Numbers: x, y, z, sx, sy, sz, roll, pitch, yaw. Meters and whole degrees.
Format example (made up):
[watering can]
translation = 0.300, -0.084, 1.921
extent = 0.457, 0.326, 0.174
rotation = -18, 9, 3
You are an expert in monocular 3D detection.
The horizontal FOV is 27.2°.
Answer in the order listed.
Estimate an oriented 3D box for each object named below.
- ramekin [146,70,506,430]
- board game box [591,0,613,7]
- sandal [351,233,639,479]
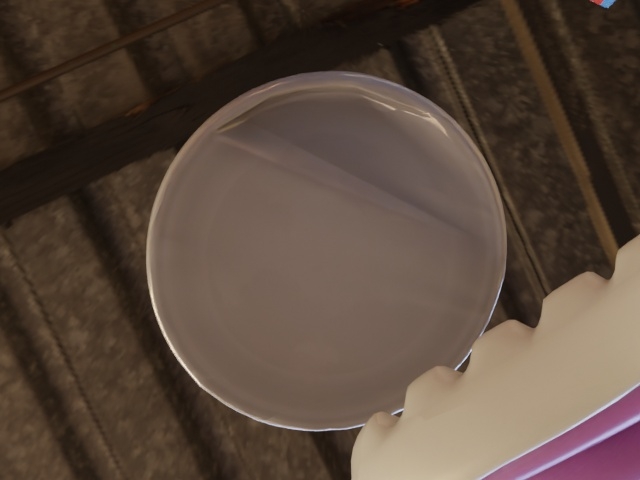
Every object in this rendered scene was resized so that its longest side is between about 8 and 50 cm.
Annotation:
[ramekin]
translation = 0.000, 0.000, 1.030
extent = 0.272, 0.127, 0.273
rotation = -1, -78, -6
[board game box]
translation = 0.130, -0.361, 0.883
extent = 0.302, 0.086, 0.308
rotation = 25, -88, 4
[sandal]
translation = 0.177, 0.020, 0.335
extent = 0.169, 0.102, 0.416
rotation = 8, -35, -39
